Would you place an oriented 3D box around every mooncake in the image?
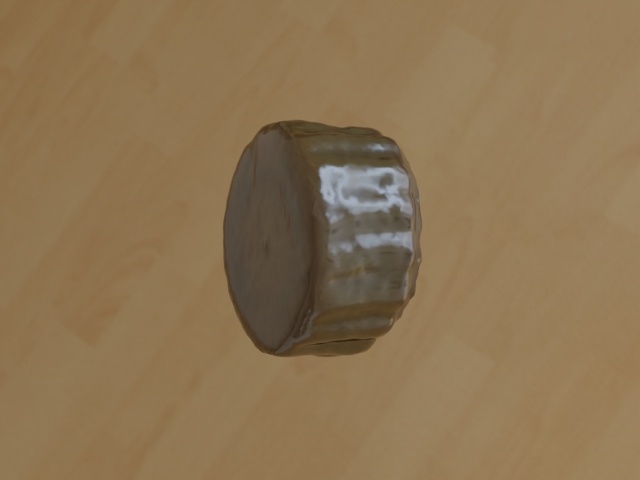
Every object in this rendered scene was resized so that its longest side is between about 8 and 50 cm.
[{"bbox_3d":[0.000,0.000,1.660,0.161,0.290,0.290,1,68,-25],"label":"mooncake"}]
